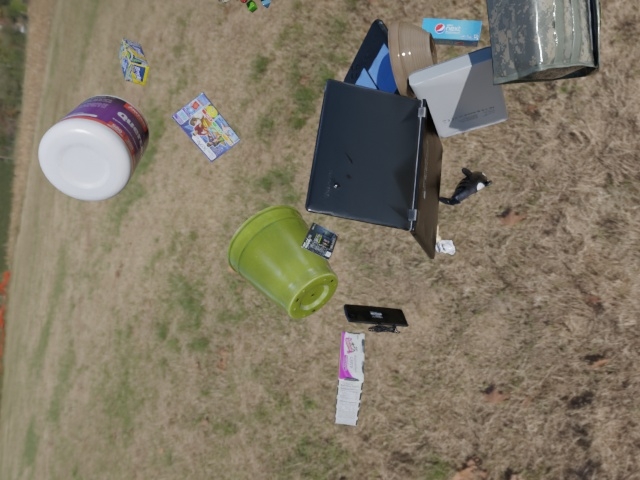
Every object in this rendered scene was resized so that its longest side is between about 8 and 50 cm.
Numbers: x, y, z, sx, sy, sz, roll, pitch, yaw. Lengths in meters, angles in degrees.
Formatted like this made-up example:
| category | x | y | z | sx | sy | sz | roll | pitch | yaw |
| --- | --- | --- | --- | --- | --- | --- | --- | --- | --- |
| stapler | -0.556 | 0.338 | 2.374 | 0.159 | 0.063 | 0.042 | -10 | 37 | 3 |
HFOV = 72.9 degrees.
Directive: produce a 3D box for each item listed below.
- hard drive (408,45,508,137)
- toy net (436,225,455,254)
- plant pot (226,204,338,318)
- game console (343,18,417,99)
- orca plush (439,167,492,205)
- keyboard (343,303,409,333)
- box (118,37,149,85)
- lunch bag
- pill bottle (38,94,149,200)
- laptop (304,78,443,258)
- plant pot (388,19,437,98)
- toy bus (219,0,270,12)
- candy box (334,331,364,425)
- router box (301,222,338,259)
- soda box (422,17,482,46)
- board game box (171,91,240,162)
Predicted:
| category | x | y | z | sx | sy | sz | roll | pitch | yaw |
| --- | --- | --- | --- | --- | --- | --- | --- | --- | --- |
| hard drive | 0.441 | -0.442 | 1.350 | 0.233 | 0.353 | 0.047 | -11 | 72 | 26 |
| toy net | 0.389 | -0.021 | 1.581 | 0.232 | 0.045 | 0.122 | 48 | 150 | -1 |
| plant pot | -0.123 | 0.107 | 1.717 | 0.353 | 0.367 | 0.366 | 46 | 122 | 32 |
| game console | 0.226 | -0.582 | 1.663 | 0.386 | 0.060 | 0.342 | 65 | 151 | 22 |
| orca plush | 0.538 | -0.220 | 1.639 | 0.151 | 0.287 | 0.102 | -16 | 101 | 62 |
| keyboard | 0.163 | 0.239 | 1.285 | 0.100 | 0.192 | 0.038 | -102 | 23 | -55 |
| box | -0.528 | -0.505 | 1.224 | 0.059 | 0.054 | 0.168 | -60 | 42 | 31 |
| lunch bag | 0.552 | -0.501 | 1.013 | 0.169 | 0.287 | 0.235 | -168 | 68 | -66 |
| pill bottle | -0.516 | -0.236 | 1.031 | 0.323 | 0.182 | 0.181 | -107 | 38 | -57 |
| laptop | 0.179 | -0.187 | 1.213 | 0.237 | 0.408 | 0.381 | 1 | 72 | 27 |
| plant pot | 0.295 | -0.565 | 1.337 | 0.110 | 0.237 | 0.237 | -6 | 79 | 27 |
| toy bus | -0.229 | -0.866 | 1.413 | 0.191 | 0.202 | 0.104 | -30 | 79 | 40 |
| candy box | 0.082 | 0.398 | 1.245 | 0.159 | 0.071 | 0.233 | -82 | -4 | -51 |
| router box | 0.000 | 0.000 | 1.322 | 0.122 | 0.092 | 0.038 | -69 | 5 | -63 |
| soda box | 0.483 | -0.772 | 1.610 | 0.210 | 0.067 | 0.071 | 10 | 96 | 13 |
| board game box | -0.395 | -0.391 | 1.509 | 0.136 | 0.201 | 0.035 | -35 | 28 | 5 |
